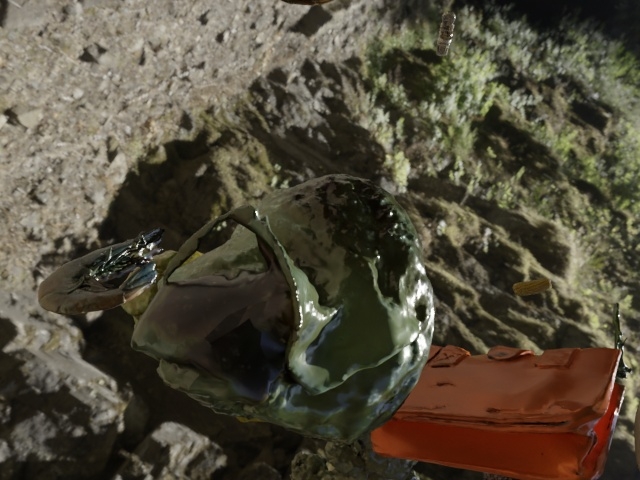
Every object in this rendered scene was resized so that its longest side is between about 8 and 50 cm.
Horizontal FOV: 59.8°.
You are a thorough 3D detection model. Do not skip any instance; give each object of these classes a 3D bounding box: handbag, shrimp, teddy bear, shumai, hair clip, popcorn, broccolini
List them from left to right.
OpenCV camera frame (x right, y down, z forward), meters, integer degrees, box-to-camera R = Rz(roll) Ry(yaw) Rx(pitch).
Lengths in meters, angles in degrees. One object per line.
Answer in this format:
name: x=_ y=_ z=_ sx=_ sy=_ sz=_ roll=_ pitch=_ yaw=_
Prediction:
shrimp: x=-0.400 y=0.063 z=1.097 sx=0.289 sy=0.178 sz=0.075 roll=-24 pitch=130 yaw=-43
popcorn: x=-0.355 y=0.163 z=1.449 sx=0.274 sy=0.279 sz=0.335 roll=-48 pitch=156 yaw=9
shumai: x=-0.069 y=0.100 z=0.750 sx=0.348 sy=0.395 sz=0.395 roll=0 pitch=131 yaw=-46
teddy bear: x=0.149 y=0.627 z=1.568 sx=0.367 sy=0.357 sz=0.224 roll=-54 pitch=-153 yaw=13
hair clip: x=0.314 y=-0.501 z=1.420 sx=0.226 sy=0.034 sz=0.072 roll=14 pitch=85 yaw=-83
handbag: x=0.304 y=0.283 z=1.001 sx=0.410 sy=0.116 sz=0.303 roll=-7 pitch=-167 yaw=36
broccolini: x=1.005 y=0.339 z=1.863 sx=0.123 sy=0.062 sz=0.271 roll=61 pitch=37 yaw=-50

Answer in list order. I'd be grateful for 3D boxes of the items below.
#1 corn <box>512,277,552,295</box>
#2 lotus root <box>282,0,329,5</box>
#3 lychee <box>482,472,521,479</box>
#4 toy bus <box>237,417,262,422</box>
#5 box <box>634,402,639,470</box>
corn: x=0.533 y=0.117 z=1.401 sx=0.092 sy=0.037 sz=0.037 roll=-16 pitch=-167 yaw=17
lotus root: x=-0.011 y=-0.447 z=0.789 sx=0.272 sy=0.272 sz=0.192 roll=121 pitch=-39 yaw=-50
lychee: x=0.554 y=0.703 z=1.612 sx=0.194 sy=0.194 sz=0.194 roll=-57 pitch=178 yaw=-3
toy bus: x=-0.114 y=0.329 z=1.259 sx=0.331 sy=0.151 sz=0.145 roll=-9 pitch=-156 yaw=33
box: x=0.400 y=0.185 z=0.528 sx=0.200 sy=0.088 sz=0.146 roll=-41 pitch=-161 yaw=49
